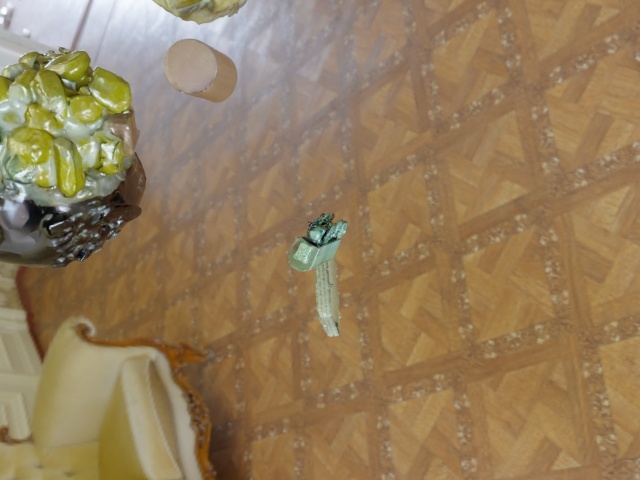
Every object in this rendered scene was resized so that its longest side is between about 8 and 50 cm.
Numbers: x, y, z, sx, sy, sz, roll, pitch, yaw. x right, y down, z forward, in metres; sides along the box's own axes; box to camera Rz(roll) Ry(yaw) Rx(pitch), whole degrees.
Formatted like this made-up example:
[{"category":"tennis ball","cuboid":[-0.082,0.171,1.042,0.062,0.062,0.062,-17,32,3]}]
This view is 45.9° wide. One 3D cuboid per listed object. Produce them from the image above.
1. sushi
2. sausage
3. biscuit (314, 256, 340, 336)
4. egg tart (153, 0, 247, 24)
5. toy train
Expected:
[{"category":"sushi","cuboid":[-0.471,-0.153,1.260,0.328,0.329,0.285,43,147,19]},{"category":"sausage","cuboid":[-0.267,-0.388,1.751,0.253,0.123,0.123,-43,-26,-81]},{"category":"biscuit","cuboid":[0.010,0.076,1.470,0.121,0.041,0.199,74,-169,-63]},{"category":"egg tart","cuboid":[-0.096,-0.405,0.730,0.169,0.388,0.387,1,76,22]},{"category":"toy train","cuboid":[0.000,0.000,1.002,0.038,0.148,0.070,30,101,10]}]
